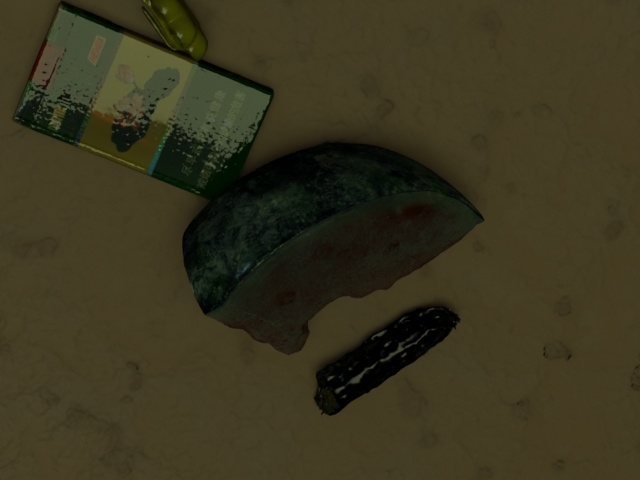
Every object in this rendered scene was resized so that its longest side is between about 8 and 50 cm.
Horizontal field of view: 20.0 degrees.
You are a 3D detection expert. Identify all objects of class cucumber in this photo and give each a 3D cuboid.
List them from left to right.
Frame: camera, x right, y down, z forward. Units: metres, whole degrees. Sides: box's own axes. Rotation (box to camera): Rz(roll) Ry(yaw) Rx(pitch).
[{"bbox_3d":[0.068,0.124,1.937,0.181,0.053,0.053,-32,106,3],"label":"cucumber"}]

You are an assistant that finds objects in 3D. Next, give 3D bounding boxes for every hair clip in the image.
[{"bbox_3d":[-0.171,-0.249,1.800,0.046,0.072,0.173,-40,96,11],"label":"hair clip"}]

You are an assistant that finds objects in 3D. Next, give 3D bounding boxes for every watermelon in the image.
[{"bbox_3d":[0.000,0.000,1.862,0.318,0.148,0.226,-17,137,-21],"label":"watermelon"}]

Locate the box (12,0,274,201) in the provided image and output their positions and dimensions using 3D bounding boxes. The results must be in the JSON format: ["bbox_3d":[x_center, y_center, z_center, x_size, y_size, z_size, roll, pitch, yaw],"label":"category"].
[{"bbox_3d":[-0.179,-0.138,1.845,0.235,0.034,0.132,21,105,-11],"label":"box"}]
